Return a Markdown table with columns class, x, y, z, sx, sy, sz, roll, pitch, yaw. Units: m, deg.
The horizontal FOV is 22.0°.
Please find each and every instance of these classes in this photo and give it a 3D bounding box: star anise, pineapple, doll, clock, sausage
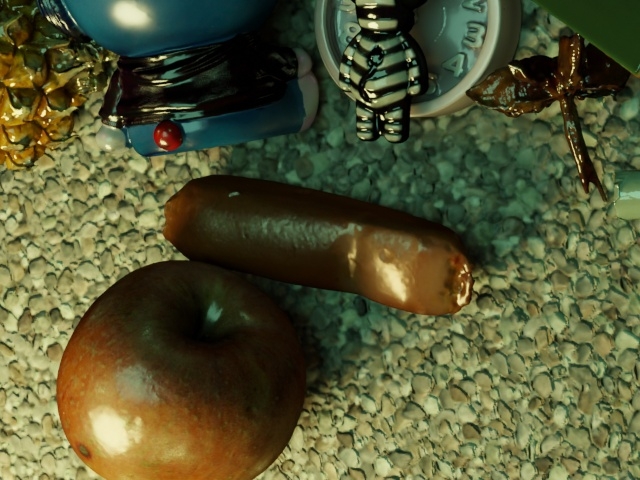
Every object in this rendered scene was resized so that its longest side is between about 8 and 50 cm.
| class | x | y | z | sx | sy | sz | roll | pitch | yaw |
| --- | --- | --- | --- | --- | --- | --- | --- | --- | --- |
| star anise | 0.233 | -0.115 | 1.544 | 0.158 | 0.140 | 0.144 | -22 | 74 | 42 |
| pineapple | -0.303 | -0.194 | 1.775 | 0.164 | 0.140 | 0.249 | 8 | 95 | 22 |
| doll | -0.141 | -0.243 | 1.646 | 0.284 | 0.240 | 0.310 | -8 | 97 | 13 |
| doll | 0.062 | -0.203 | 1.570 | 0.091 | 0.067 | 0.219 | 5 | 103 | 26 |
| clock | 0.095 | -0.220 | 1.627 | 0.197 | 0.068 | 0.196 | 2 | 95 | 24 |
| sausage | 0.000 | -0.001 | 1.677 | 0.348 | 0.094 | 0.097 | 12 | 120 | 22 |

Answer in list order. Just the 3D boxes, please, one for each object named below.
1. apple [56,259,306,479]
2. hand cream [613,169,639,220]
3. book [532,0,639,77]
| class | x | y | z | sx | sy | sz | roll | pitch | yaw |
| --- | --- | --- | --- | --- | --- | --- | --- | --- | --- |
| apple | -0.144 | 0.149 | 1.671 | 0.254 | 0.253 | 0.253 | 2 | 96 | 24 |
| hand cream | 0.376 | -0.046 | 1.528 | 0.205 | 0.050 | 0.078 | -3 | 94 | 21 |
| book | 0.212 | -0.347 | 1.441 | 0.371 | 0.043 | 0.260 | 44 | 120 | 31 |
